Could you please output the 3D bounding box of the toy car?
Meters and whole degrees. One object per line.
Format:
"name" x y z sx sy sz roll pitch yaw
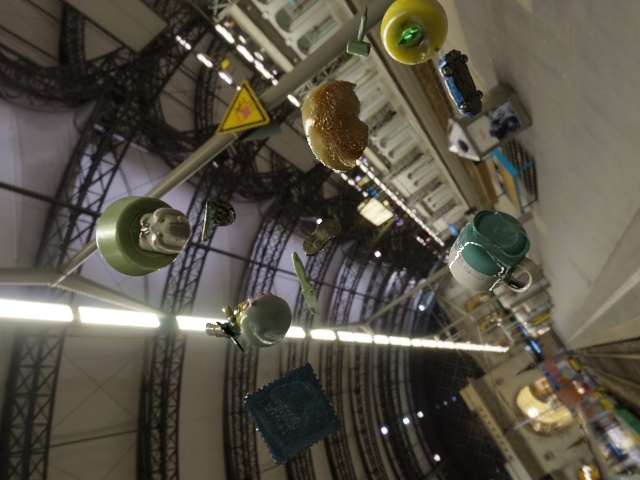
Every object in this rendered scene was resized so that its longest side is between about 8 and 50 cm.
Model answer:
"toy car" 0.427 -0.473 1.553 0.103 0.063 0.216 -43 -68 -33

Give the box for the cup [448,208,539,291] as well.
"cup" 0.591 0.053 1.705 0.290 0.219 0.257 43 160 18

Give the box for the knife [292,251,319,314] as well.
"knife" -0.031 0.100 1.145 0.014 0.030 0.207 -96 -7 -50

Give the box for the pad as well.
"pad" -0.095 0.598 1.760 0.268 0.270 0.012 61 170 3

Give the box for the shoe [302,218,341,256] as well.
"shoe" 0.000 0.000 1.760 0.071 0.169 0.099 40 155 13

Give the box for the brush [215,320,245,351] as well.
"brush" -0.346 0.371 1.965 0.193 0.016 0.063 35 -178 42

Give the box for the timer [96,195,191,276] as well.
"timer" -0.560 -0.025 1.730 0.291 0.316 0.290 6 -98 -45

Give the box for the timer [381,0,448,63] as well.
"timer" 0.355 -0.807 1.966 0.285 0.285 0.285 50 -165 -18

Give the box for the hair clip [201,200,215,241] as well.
"hair clip" -0.421 -0.073 1.910 0.049 0.172 0.049 11 -146 -7

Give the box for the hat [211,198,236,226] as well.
"hat" -0.391 -0.105 2.003 0.121 0.121 0.050 50 177 -18

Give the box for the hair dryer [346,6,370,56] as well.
"hair dryer" 0.137 -0.682 1.657 0.071 0.149 0.047 16 -161 12

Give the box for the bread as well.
"bread" 0.039 -0.395 1.630 0.192 0.171 0.313 14 -110 -41

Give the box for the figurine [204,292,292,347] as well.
"figurine" -0.287 0.347 2.058 0.225 0.382 0.204 20 -124 -38
